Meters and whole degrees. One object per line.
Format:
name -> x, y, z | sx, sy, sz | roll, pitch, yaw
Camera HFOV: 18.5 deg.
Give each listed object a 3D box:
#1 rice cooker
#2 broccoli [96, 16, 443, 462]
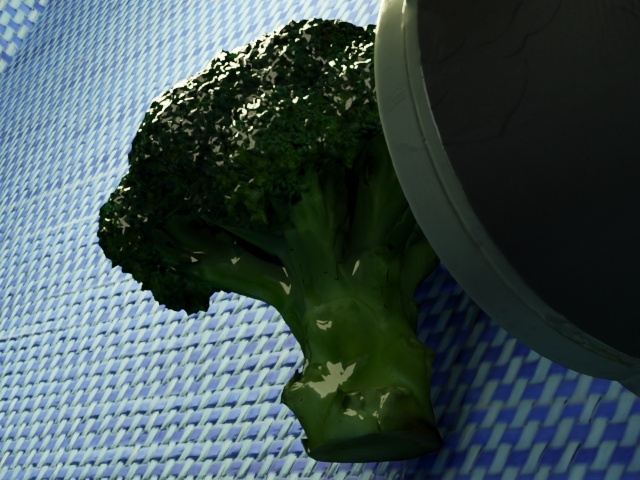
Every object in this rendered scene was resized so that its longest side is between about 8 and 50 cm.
rice cooker -> 0.190, -0.082, 0.939 | 0.277, 0.288, 0.288 | -30, 31, 47
broccoli -> 0.000, 0.000, 1.263 | 0.297, 0.297, 0.297 | -29, 59, 46
